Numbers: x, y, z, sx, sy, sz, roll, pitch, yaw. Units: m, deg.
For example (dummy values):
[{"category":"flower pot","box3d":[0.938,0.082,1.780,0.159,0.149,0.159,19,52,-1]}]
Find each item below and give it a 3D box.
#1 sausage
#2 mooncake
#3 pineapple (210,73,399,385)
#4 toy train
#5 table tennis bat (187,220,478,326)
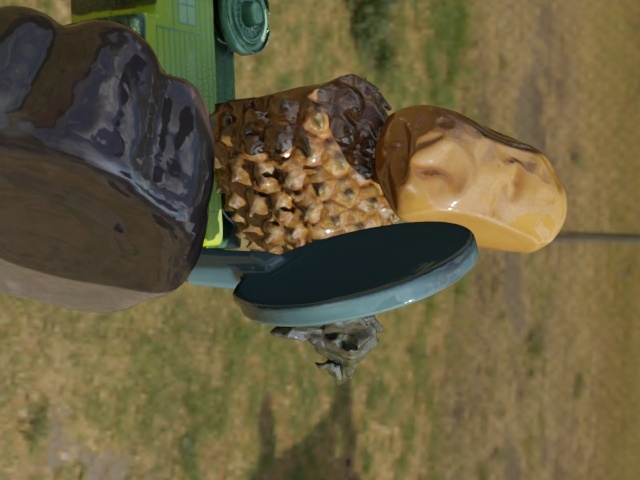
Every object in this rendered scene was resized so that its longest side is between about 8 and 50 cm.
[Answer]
[{"category":"sausage","box3d":[0.166,-0.064,1.396,0.241,0.120,0.136,21,64,-32]},{"category":"mooncake","box3d":[-0.230,-0.065,1.108,0.306,0.306,0.154,58,35,-51]},{"category":"pineapple","box3d":[0.001,0.000,1.474,0.223,0.223,0.357,-17,98,-64]},{"category":"toy train","box3d":[-0.189,-0.168,1.576,0.272,0.179,0.442,-2,88,-60]},{"category":"table tennis bat","box3d":[-0.001,0.027,1.234,0.215,0.329,0.044,-33,114,-45]}]
